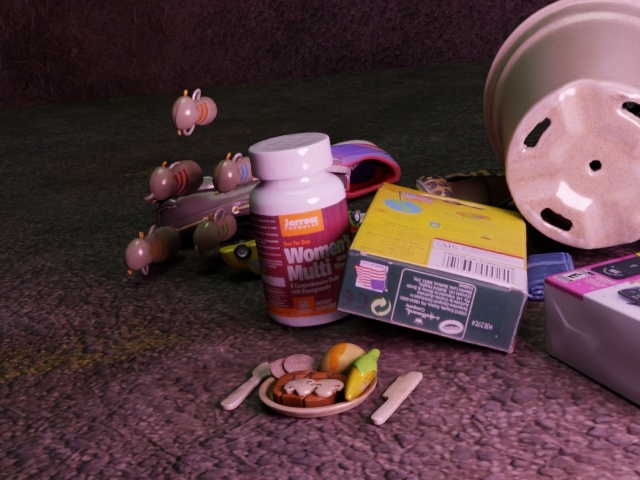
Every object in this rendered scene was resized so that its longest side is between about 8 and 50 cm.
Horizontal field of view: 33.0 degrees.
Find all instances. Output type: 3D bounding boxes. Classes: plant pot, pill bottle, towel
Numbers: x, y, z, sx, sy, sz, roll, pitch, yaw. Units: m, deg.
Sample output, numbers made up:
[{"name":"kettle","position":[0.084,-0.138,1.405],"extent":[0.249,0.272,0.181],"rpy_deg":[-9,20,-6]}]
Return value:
[{"name":"plant pot","position":[0.375,-0.142,1.469],"extent":[0.334,0.333,0.305],"rpy_deg":[-3,22,15]},{"name":"pill bottle","position":[-0.023,-0.015,1.343],"extent":[0.121,0.221,0.121],"rpy_deg":[-8,17,2]},{"name":"towel","position":[0.287,0.042,1.365],"extent":[0.067,0.029,0.119],"rpy_deg":[-5,16,11]}]

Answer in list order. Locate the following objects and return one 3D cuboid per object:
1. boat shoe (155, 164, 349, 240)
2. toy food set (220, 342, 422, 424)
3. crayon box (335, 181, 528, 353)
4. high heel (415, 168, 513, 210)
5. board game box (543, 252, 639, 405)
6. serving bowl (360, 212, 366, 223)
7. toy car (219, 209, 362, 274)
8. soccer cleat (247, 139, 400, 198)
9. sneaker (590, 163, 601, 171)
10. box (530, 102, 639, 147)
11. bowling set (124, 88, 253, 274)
[{"name":"boat shoe","position":[-0.107,-0.062,1.774],"extent":[0.325,0.096,0.116],"rpy_deg":[-9,-5,-9]},{"name":"toy food set","position":[-0.003,0.142,1.127],"extent":[0.192,0.038,0.132],"rpy_deg":[0,18,25]},{"name":"crayon box","position":[0.146,0.021,1.313],"extent":[0.202,0.081,0.318],"rpy_deg":[14,20,7]},{"name":"high heel","position":[0.238,-0.070,1.624],"extent":[0.186,0.093,0.261],"rpy_deg":[-14,4,-1]},{"name":"board game box","position":[0.415,0.071,1.095],"extent":[0.304,0.097,0.224],"rpy_deg":[-12,17,-19]},{"name":"serving bowl","position":[0.063,-0.025,1.694],"extent":[0.083,0.027,0.083],"rpy_deg":[-6,15,2]},{"name":"toy car","position":[0.000,0.000,1.572],"extent":[0.239,0.053,0.225],"rpy_deg":[-8,9,28]},{"name":"soccer cleat","position":[-0.013,-0.110,1.892],"extent":[0.318,0.108,0.116],"rpy_deg":[-12,21,-25]},{"name":"sneaker","position":[0.448,-0.102,1.742],"extent":[0.076,0.064,0.166],"rpy_deg":[-6,10,33]},{"name":"box","position":[0.521,-0.201,1.807],"extent":[0.322,0.079,0.257],"rpy_deg":[-21,-10,-45]},{"name":"bowling set","position":[-0.154,-0.067,1.593],"extent":[0.200,0.286,0.154],"rpy_deg":[17,12,11]}]
